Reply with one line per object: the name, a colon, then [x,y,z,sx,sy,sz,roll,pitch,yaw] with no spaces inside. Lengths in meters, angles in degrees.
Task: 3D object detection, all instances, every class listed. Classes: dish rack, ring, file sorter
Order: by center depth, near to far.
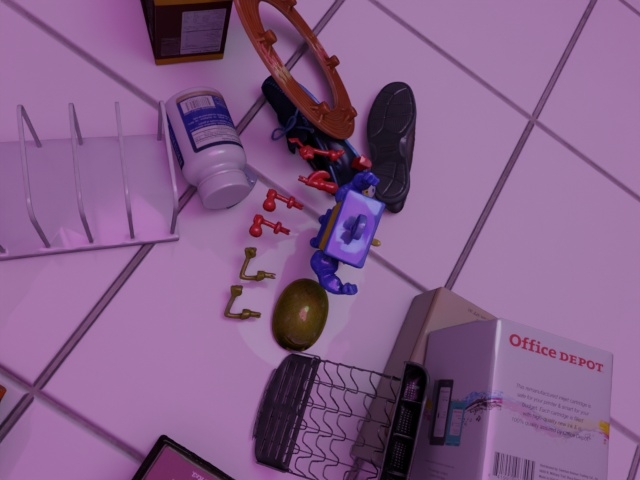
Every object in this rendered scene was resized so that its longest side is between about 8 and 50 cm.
dish rack: [0.022,0.274,0.846,0.271,0.074,0.208,7,64,24]
file sorter: [-0.367,-0.098,0.850,0.277,0.173,0.193,-7,76,-18]
ring: [-0.031,-0.330,0.974,0.336,0.032,0.337,45,29,-33]

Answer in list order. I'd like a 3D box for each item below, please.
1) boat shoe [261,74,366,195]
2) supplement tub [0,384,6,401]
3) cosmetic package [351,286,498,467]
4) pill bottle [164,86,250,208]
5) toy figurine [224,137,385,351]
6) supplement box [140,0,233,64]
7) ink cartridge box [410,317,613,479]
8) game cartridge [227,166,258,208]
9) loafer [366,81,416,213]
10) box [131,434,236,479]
boat shoe: [-0.023,-0.195,1.018,0.089,0.109,0.258,-42,87,-19]
supplement tub: [-0.549,0.305,0.660,0.207,0.207,0.338,28,69,-8]
cosmetic package: [0.193,0.255,0.950,0.160,0.113,0.310,29,68,-8]
pill bottle: [-0.189,-0.154,0.940,0.111,0.112,0.187,-16,73,-20]
toy figurine: [0.000,0.000,0.872,0.191,0.217,0.363,25,81,-16]
supplement box: [-0.246,-0.448,0.973,0.129,0.194,0.192,-12,78,-19]
ink cartridge box: [0.267,0.273,0.800,0.198,0.197,0.270,18,71,-13]
game cartridge: [-0.154,-0.098,0.998,0.056,0.017,0.083,41,68,2]
loafer: [0.141,-0.181,1.089,0.096,0.084,0.268,0,68,16]
box: [-0.192,0.384,0.747,0.168,0.203,0.167,35,67,-5]
